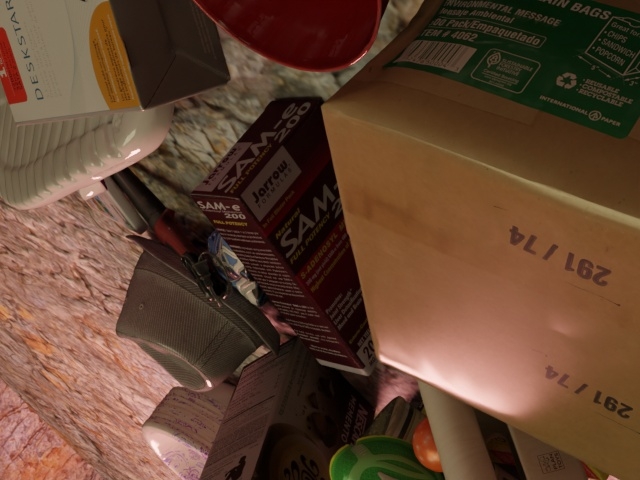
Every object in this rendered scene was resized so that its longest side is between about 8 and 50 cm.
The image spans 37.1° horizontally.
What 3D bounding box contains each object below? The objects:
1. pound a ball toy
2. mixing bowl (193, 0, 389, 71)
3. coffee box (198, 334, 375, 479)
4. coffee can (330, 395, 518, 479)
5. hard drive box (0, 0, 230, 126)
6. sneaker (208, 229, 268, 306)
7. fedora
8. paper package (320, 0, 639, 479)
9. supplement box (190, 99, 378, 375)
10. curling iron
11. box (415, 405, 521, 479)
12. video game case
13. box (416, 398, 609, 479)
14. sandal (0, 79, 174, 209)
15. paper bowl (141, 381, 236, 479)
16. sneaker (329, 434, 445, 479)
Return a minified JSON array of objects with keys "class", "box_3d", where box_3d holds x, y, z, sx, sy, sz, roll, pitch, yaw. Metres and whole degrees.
[{"class":"pound a ball toy","box_3d":[0.147,0.188,0.810,0.208,0.135,0.319,67,-173,-47]},{"class":"mixing bowl","box_3d":[-0.013,-0.208,0.607,0.181,0.098,0.181,30,153,17]},{"class":"coffee box","box_3d":[-0.043,0.285,1.210,0.119,0.297,0.168,-33,110,29]},{"class":"coffee can","box_3d":[0.143,0.329,1.035,0.275,0.201,0.201,35,154,2]},{"class":"hard drive box","box_3d":[-0.197,-0.197,0.798,0.232,0.089,0.181,2,112,50]},{"class":"sneaker","box_3d":[-0.092,0.005,1.074,0.081,0.080,0.211,29,153,13]},{"class":"fedora","box_3d":[-0.181,0.108,1.243,0.275,0.124,0.244,18,157,51]},{"class":"paper package","box_3d":[0.194,0.008,0.620,0.325,0.168,0.309,24,150,27]},{"class":"supplement box","box_3d":[0.000,0.000,0.894,0.073,0.130,0.239,6,141,47]},{"class":"curling iron","box_3d":[-0.182,-0.025,1.119,0.274,0.035,0.068,47,159,33]},{"class":"box","box_3d":[0.155,0.297,1.221,0.156,0.093,0.158,37,155,1]},{"class":"video game case","box_3d":[-0.304,-0.084,1.245,0.143,0.019,0.157,24,153,47]},{"class":"box","box_3d":[0.209,0.202,1.037,0.087,0.058,0.232,47,152,-22]},{"class":"sandal","box_3d":[-0.264,-0.116,1.061,0.102,0.169,0.416,6,177,-39]},{"class":"paper bowl","box_3d":[-0.156,0.354,1.647,0.284,0.148,0.284,30,153,17]},{"class":"sneaker","box_3d":[0.116,0.305,0.874,0.295,0.109,0.123,56,176,5]}]
